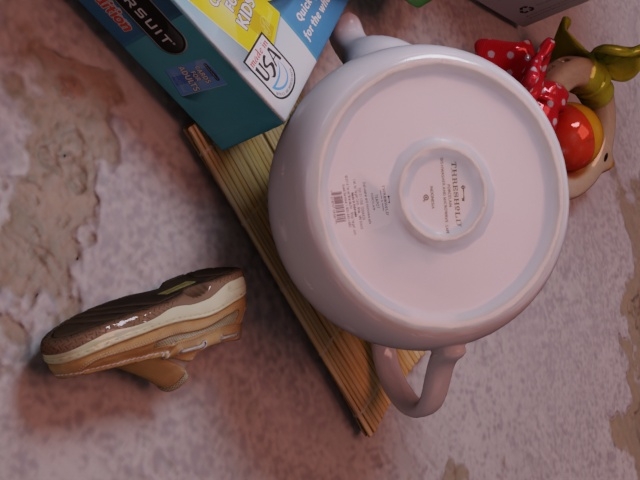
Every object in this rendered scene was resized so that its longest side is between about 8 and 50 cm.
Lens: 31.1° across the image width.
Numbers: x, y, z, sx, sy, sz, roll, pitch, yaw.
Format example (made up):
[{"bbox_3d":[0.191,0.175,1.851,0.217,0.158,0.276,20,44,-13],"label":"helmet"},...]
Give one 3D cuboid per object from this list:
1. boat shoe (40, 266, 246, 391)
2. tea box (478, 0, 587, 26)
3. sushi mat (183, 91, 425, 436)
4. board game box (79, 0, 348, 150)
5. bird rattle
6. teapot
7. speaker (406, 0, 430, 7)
[{"bbox_3d":[-0.113,0.073,0.810,0.190,0.068,0.072,-19,105,-50],"label":"boat shoe"},{"bbox_3d":[0.283,-0.452,1.219,0.220,0.329,0.323,15,69,-46],"label":"tea box"},{"bbox_3d":[0.000,0.000,0.994,0.151,0.019,0.316,-46,113,-44],"label":"sushi mat"},{"bbox_3d":[-0.114,-0.277,0.884,0.336,0.079,0.253,46,47,-26],"label":"board game box"},{"bbox_3d":[0.277,-0.143,1.286,0.253,0.143,0.207,-33,120,-46],"label":"bird rattle"},{"bbox_3d":[0.063,-0.026,0.930,0.252,0.187,0.256,38,77,-13],"label":"teapot"},{"bbox_3d":[0.155,-0.361,1.062,0.131,0.296,0.131,39,19,-16],"label":"speaker"}]
